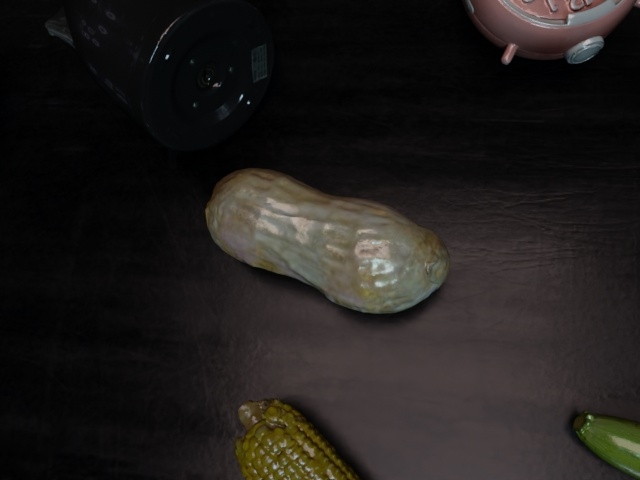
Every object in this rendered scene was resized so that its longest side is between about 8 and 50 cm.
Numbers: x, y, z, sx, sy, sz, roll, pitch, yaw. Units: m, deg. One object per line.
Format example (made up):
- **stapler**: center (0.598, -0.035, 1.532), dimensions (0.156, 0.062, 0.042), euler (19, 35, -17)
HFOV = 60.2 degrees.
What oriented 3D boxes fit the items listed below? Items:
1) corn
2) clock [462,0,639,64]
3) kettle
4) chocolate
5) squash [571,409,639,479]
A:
- **corn**: center (0.000, 0.280, 0.604), dimensions (0.097, 0.097, 0.261), euler (-44, 76, -5)
- **clock**: center (0.295, -0.342, 0.717), dimensions (0.227, 0.142, 0.242), euler (-21, 82, 4)
- **kettle**: center (-0.211, -0.293, 0.767), dimensions (0.290, 0.208, 0.268), euler (39, 54, 26)
- **chocolate**: center (0.000, 0.000, 0.663), dimensions (0.309, 0.134, 0.134), euler (18, 78, 13)
- **squash**: center (0.369, 0.229, 0.573), dimensions (0.201, 0.066, 0.066), euler (20, 78, 17)
